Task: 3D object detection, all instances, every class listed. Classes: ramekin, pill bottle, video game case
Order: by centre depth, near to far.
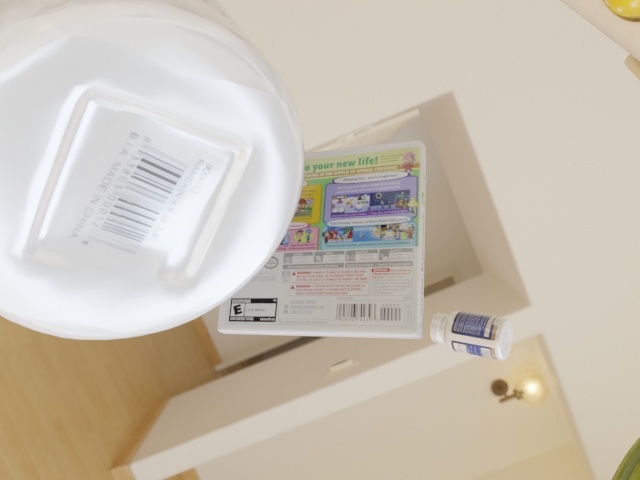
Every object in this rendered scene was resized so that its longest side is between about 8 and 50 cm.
[{"bbox_3d":[-0.147,-0.059,0.408,0.135,0.277,0.277,46,-14,47],"label":"ramekin"},{"bbox_3d":[0.000,0.000,0.562,0.023,0.212,0.193,35,55,-62],"label":"video game case"},{"bbox_3d":[0.244,0.151,0.896,0.067,0.120,0.067,-10,103,-54],"label":"pill bottle"}]

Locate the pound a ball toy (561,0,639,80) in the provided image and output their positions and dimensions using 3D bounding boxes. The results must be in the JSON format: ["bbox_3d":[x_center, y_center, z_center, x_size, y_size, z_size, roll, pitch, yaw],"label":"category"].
[{"bbox_3d":[0.282,-0.177,0.451,0.319,0.135,0.208,52,-21,21],"label":"pound a ball toy"}]

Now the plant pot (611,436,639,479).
[{"bbox_3d":[0.442,0.292,0.350,0.353,0.366,0.367,93,-24,-78],"label":"plant pot"}]
